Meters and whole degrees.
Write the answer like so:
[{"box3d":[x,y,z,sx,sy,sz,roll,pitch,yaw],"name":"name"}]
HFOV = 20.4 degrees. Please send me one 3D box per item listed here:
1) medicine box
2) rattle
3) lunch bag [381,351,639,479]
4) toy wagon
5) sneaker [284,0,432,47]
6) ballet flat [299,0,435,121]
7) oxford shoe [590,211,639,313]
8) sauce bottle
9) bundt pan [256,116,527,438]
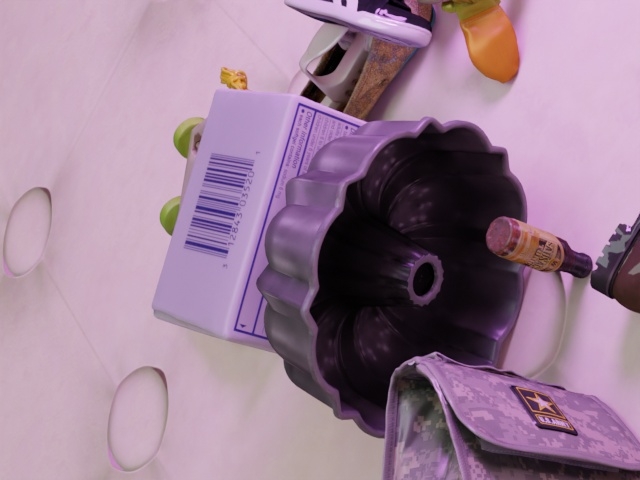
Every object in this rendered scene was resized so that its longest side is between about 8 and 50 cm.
[{"box3d":[0.000,0.000,1.941,0.149,0.289,0.263,12,86,51],"name":"medicine box"},{"box3d":[0.171,-0.271,2.052,0.130,0.143,0.199,-42,18,-12],"name":"rattle"},{"box3d":[0.184,0.249,1.649,0.169,0.235,0.287,-33,52,47],"name":"lunch bag"},{"box3d":[-0.109,-0.051,2.195,0.267,0.068,0.344,52,137,48],"name":"toy wagon"},{"box3d":[0.054,-0.299,2.017,0.217,0.079,0.121,23,93,41],"name":"sneaker"},{"box3d":[0.007,-0.171,2.150,0.348,0.123,0.123,-58,39,19],"name":"ballet flat"},{"box3d":[0.356,-0.028,1.690,0.096,0.083,0.227,35,105,32],"name":"oxford shoe"},{"box3d":[0.223,0.010,1.786,0.042,0.128,0.042,-24,58,46],"name":"sauce bottle"},{"box3d":[0.062,0.028,1.803,0.124,0.331,0.331,16,88,43],"name":"bundt pan"}]
